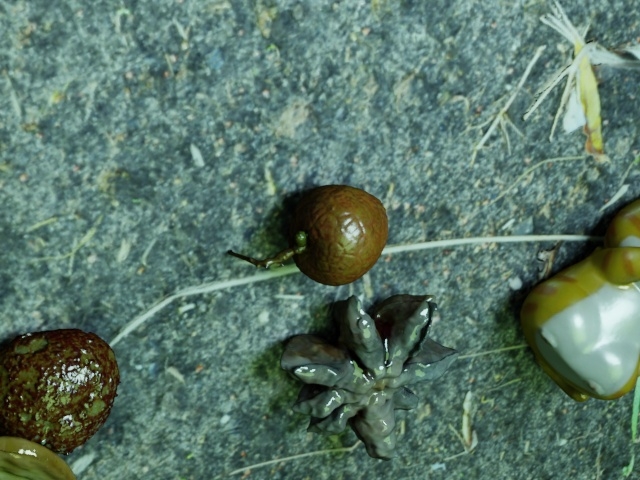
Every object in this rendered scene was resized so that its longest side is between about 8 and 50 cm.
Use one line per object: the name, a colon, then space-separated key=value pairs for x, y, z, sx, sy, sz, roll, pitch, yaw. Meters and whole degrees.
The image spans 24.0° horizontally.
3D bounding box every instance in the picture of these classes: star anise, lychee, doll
star anise: x=0.055 y=0.146 z=1.660 sx=0.229 sy=0.093 sz=0.236 roll=-14 pitch=126 yaw=-23
lychee: x=0.006 y=0.001 z=1.521 sx=0.140 sy=0.114 sz=0.101 roll=-44 pitch=105 yaw=-22
doll: x=0.357 y=0.064 z=1.748 sx=0.269 sy=0.162 sz=0.167 roll=-40 pitch=103 yaw=6

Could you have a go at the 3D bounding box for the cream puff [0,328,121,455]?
cream puff: x=-0.262 y=0.157 z=1.477 sx=0.149 sy=0.084 sz=0.149 roll=-15 pitch=129 yaw=-20

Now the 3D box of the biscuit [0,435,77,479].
biscuit: x=-0.336 y=0.260 z=1.491 sx=0.203 sy=0.041 sz=0.260 roll=-10 pitch=142 yaw=-1
